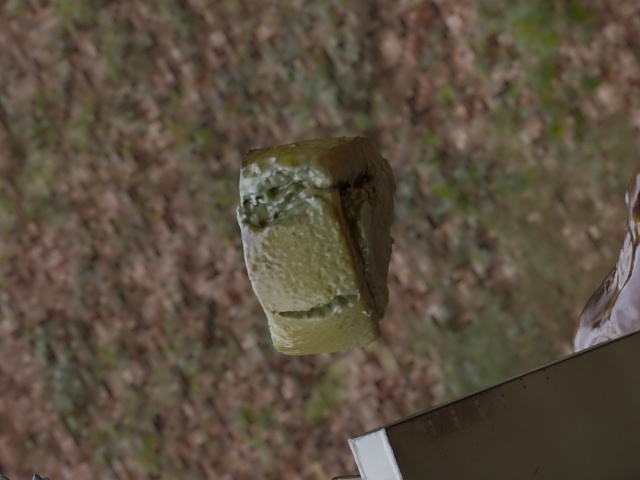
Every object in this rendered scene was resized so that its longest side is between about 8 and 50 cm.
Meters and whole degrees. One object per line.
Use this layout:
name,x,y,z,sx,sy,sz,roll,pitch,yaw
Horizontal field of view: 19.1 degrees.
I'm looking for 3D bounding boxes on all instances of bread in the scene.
bread,0.000,0.000,1.697,0.257,0.124,0.186,53,-146,-75

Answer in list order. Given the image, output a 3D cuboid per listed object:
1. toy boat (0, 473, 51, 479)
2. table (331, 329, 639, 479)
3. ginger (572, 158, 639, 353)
toy boat,-0.303,0.328,1.877,0.109,0.098,0.238,38,129,28
table,0.121,0.155,1.250,0.111,0.240,0.122,-27,81,52
ginger,0.366,-0.023,1.580,0.176,0.254,0.418,-60,-18,-55
